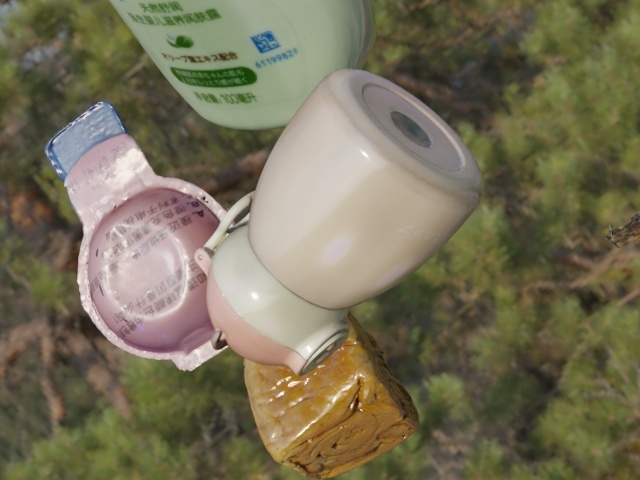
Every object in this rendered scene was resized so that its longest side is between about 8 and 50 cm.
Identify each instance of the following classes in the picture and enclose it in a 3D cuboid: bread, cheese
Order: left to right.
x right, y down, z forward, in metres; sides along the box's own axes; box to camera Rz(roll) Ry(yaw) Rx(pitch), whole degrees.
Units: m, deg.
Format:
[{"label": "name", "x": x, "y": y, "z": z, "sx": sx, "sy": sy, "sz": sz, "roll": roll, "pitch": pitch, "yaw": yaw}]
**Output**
[{"label": "cheese", "x": -0.179, "y": -0.004, "z": 1.309, "sx": 0.189, "sy": 0.286, "sz": 0.074, "roll": -36, "pitch": -13, "yaw": 14}, {"label": "bread", "x": 0.009, "y": 0.177, "z": 1.513, "sx": 0.158, "sy": 0.143, "sz": 0.149, "roll": -35, "pitch": -32, "yaw": 12}]

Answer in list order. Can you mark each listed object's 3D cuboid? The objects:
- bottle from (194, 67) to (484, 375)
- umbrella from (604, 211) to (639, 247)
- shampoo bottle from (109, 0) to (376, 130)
[{"label": "bottle", "x": 0.000, "y": 0.000, "z": 1.000, "sx": 0.236, "sy": 0.147, "sz": 0.147, "roll": -51, "pitch": 4, "yaw": 24}, {"label": "umbrella", "x": 0.213, "y": -0.009, "z": 0.854, "sx": 0.020, "sy": 0.031, "sz": 0.083, "roll": -16, "pitch": -3, "yaw": -31}, {"label": "shampoo bottle", "x": -0.102, "y": -0.250, "z": 1.024, "sx": 0.222, "sy": 0.349, "sz": 0.151, "roll": 8, "pitch": 56, "yaw": 39}]
